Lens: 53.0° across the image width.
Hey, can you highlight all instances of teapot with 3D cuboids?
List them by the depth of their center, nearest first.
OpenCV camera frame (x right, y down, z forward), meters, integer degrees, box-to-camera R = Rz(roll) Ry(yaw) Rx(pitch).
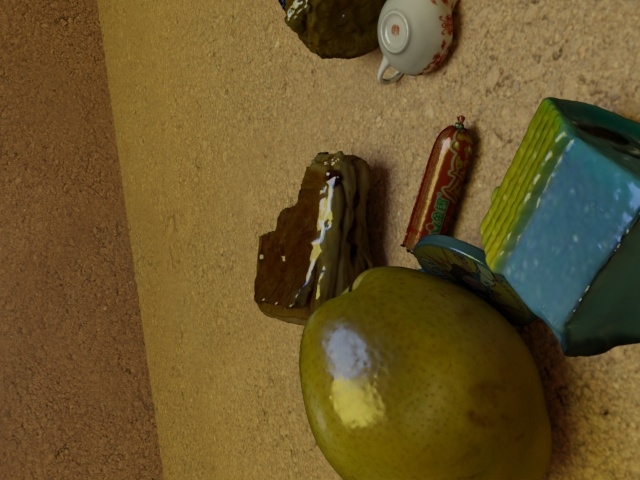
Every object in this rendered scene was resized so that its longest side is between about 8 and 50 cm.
[{"bbox_3d":[0.166,-0.378,1.185,0.159,0.116,0.245,51,145,7],"label":"teapot"}]

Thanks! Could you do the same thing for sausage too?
[{"bbox_3d":[0.214,-0.096,1.149,0.083,0.083,0.263,41,126,48],"label":"sausage"}]

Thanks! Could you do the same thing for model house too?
[{"bbox_3d":[0.343,-0.031,0.839,0.303,0.216,0.237,55,137,45],"label":"model house"}]

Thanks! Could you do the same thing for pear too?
[{"bbox_3d":[0.155,0.239,1.002,0.418,0.362,0.362,49,142,-2],"label":"pear"}]

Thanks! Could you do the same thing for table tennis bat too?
[{"bbox_3d":[0.235,0.067,1.070,0.044,0.215,0.329,-53,10,-12],"label":"table tennis bat"}]

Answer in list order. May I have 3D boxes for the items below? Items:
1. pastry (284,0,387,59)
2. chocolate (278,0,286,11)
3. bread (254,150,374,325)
[{"bbox_3d":[0.041,-0.466,1.241,0.240,0.235,0.132,103,149,-43],"label":"pastry"},{"bbox_3d":[0.021,-0.570,1.348,0.343,0.149,0.126,-10,92,59],"label":"chocolate"},{"bbox_3d":[0.000,0.000,1.400,0.314,0.192,0.369,4,84,63],"label":"bread"}]
